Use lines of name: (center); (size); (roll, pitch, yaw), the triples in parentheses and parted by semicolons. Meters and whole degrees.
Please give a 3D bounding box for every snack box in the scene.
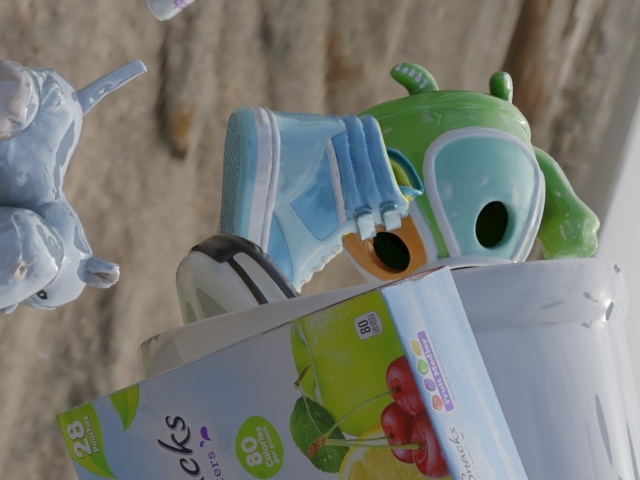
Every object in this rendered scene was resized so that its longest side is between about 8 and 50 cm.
snack box: (-0.006, 0.128, 0.901); (0.070, 0.207, 0.175); (-16, 83, -55)

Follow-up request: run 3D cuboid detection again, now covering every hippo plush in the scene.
hippo plush: (-0.322, -0.044, 1.841); (0.294, 0.234, 0.237); (-11, 95, -68)

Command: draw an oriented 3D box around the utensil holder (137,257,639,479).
utensil holder: (0.071, 0.232, 1.243); (0.327, 0.327, 0.386); (66, 14, -80)

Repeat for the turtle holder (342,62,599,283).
turtle holder: (0.147, -0.038, 2.175); (0.320, 0.243, 0.227); (29, 40, -55)

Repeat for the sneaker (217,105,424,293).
sneaker: (0.000, 0.000, 2.012); (0.127, 0.208, 0.319); (-108, -161, -47)

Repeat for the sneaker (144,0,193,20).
sneaker: (-0.182, -0.293, 1.554); (0.152, 0.305, 0.114); (-50, 148, 2)

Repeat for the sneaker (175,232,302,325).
sneaker: (-0.088, 0.233, 1.496); (0.169, 0.257, 0.448); (-15, -87, 69)
